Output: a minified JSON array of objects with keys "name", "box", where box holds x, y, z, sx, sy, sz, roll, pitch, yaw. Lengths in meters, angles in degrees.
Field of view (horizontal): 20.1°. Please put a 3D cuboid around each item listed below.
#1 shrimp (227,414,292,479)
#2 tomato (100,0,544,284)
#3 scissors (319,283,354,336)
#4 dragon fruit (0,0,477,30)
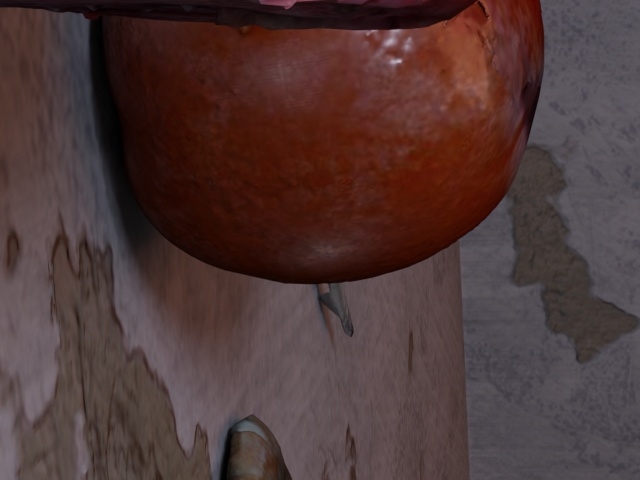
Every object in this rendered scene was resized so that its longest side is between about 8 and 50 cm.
[{"name":"shrimp","box":[-0.017,0.212,1.030,0.143,0.052,0.251,-79,164,-64]},{"name":"tomato","box":[0.005,-0.084,0.789,0.208,0.184,0.208,-2,90,-79]},{"name":"scissors","box":[0.001,0.000,1.258,0.212,0.021,0.110,78,11,-48]},{"name":"dragon fruit","box":[-0.031,-0.189,0.389,0.250,0.269,0.291,-100,-168,-88]}]
